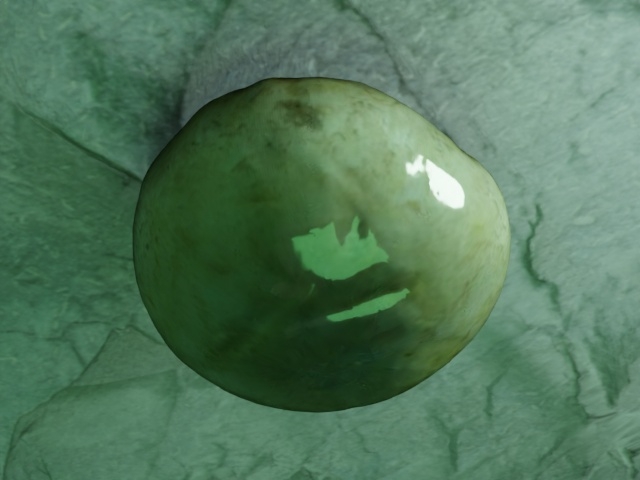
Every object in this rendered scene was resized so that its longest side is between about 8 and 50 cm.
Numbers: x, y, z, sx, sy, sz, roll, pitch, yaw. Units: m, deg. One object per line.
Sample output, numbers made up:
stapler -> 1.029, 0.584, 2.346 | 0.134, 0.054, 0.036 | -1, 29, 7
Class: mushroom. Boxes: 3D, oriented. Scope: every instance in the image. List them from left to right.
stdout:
mushroom -> 0.000, 0.000, 1.287 | 0.352, 0.260, 0.352 | 1, 131, 1
